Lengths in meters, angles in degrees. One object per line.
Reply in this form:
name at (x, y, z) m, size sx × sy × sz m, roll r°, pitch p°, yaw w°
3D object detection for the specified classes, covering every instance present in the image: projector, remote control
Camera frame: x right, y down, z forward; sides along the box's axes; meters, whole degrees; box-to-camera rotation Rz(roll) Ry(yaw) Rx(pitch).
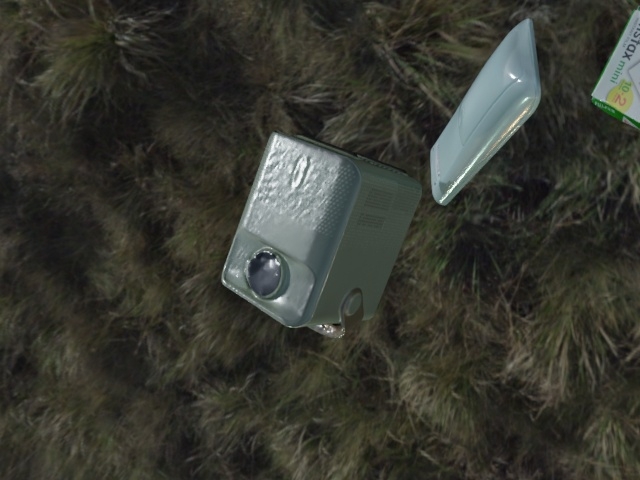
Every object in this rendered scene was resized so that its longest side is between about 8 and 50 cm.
projector at (0.000, 0.000, 0.737) m, size 0.163 × 0.177 × 0.243 m, roll 29°, pitch 105°, yaw 34°
remote control at (0.198, -0.150, 0.750) m, size 0.051 × 0.103 × 0.293 m, roll 5°, pitch 158°, yaw -7°

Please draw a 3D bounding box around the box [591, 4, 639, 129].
box at (0.581, -0.255, 0.935) m, size 0.250 × 0.103 × 0.180 m, roll 53°, pitch 137°, yaw 44°
